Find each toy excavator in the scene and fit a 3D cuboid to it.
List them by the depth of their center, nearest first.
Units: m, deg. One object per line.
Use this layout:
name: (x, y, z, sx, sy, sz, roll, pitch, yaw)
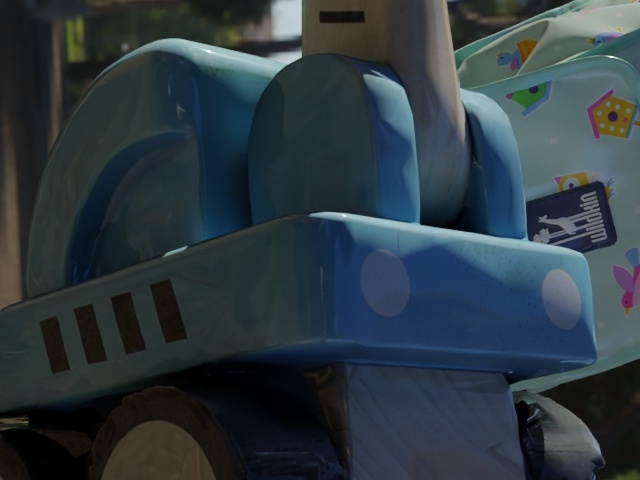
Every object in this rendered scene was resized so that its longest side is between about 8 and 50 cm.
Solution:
toy excavator: (0.006, -0.051, 0.693, 0.433, 0.222, 0.445, -18, -107, 45)

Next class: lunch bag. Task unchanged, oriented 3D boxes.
lunch bag: (0.186, -0.044, 1.072, 0.160, 0.262, 0.223, 9, -59, 51)
